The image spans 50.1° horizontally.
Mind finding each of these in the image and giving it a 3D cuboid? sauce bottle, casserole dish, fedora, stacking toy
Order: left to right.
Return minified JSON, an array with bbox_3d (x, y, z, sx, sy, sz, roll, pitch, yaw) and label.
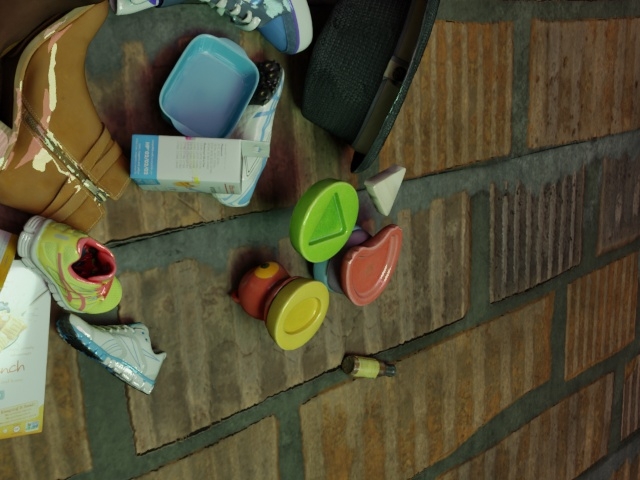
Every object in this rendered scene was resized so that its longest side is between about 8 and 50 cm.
[{"bbox_3d":[-0.162,-0.213,0.984,0.114,0.037,0.188,31,58,-16],"label":"casserole dish"},{"bbox_3d":[0.000,0.000,1.138,0.309,0.130,0.280,-22,129,-45],"label":"stacking toy"},{"bbox_3d":[0.062,-0.283,1.097,0.152,0.334,0.334,21,86,-5],"label":"fedora"},{"bbox_3d":[0.099,0.251,1.346,0.128,0.042,0.042,17,89,-39],"label":"sauce bottle"}]

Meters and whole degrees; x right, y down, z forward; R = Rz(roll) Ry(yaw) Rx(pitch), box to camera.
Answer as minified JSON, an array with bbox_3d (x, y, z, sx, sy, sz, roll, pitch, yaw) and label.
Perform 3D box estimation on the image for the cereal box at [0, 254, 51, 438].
[{"bbox_3d":[-0.438,0.137,0.868,0.173,0.047,0.240,-1,100,-40],"label":"cereal box"}]

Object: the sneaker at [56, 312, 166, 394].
[{"bbox_3d":[-0.294,0.144,0.985,0.083,0.071,0.191,-60,138,-21],"label":"sneaker"}]

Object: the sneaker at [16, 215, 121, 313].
[{"bbox_3d":[-0.302,0.045,0.892,0.208,0.094,0.082,68,33,-62],"label":"sneaker"}]

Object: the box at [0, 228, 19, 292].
[{"bbox_3d":[-0.436,0.009,0.811,0.136,0.028,0.081,22,47,-23],"label":"box"}]

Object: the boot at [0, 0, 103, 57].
[{"bbox_3d":[-0.354,-0.185,0.712,0.096,0.264,0.281,48,57,-62],"label":"boot"}]

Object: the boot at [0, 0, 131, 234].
[{"bbox_3d":[-0.307,-0.156,0.868,0.220,0.109,0.283,44,73,-38],"label":"boot"}]

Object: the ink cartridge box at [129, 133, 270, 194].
[{"bbox_3d":[-0.162,-0.102,0.948,0.181,0.104,0.062,2,85,-4],"label":"ink cartridge box"}]

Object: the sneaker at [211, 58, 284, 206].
[{"bbox_3d":[-0.111,-0.166,1.061,0.086,0.085,0.237,36,71,-67],"label":"sneaker"}]

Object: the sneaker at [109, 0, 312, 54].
[{"bbox_3d":[-0.171,-0.346,0.943,0.236,0.130,0.323,-42,128,-14],"label":"sneaker"}]
